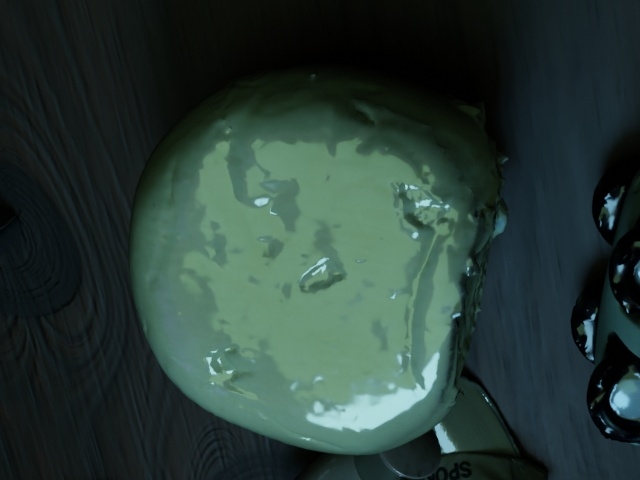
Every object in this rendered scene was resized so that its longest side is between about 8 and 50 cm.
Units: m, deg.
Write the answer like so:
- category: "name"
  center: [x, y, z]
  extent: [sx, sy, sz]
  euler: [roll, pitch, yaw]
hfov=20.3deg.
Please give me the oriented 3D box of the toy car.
- category: "toy car"
  center: [0.318, 0.055, 1.512]
  extent: [0.190, 0.188, 0.255]
  euler: [5, 113, 1]

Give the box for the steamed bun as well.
- category: "steamed bun"
  center: [0.000, 0.000, 1.534]
  extent: [0.311, 0.233, 0.334]
  euler: [20, 109, 5]

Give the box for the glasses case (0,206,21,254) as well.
- category: "glasses case"
  center: [-0.345, 0.019, 1.641]
  extent: [0.072, 0.190, 0.042]
  euler: [7, 115, 13]

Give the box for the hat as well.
- category: "hat"
  center: [0.118, 0.216, 1.686]
  extent: [0.147, 0.085, 0.175]
  euler: [-23, 109, 22]

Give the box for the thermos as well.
- category: "thermos"
  center: [0.040, 0.213, 1.671]
  extent: [0.105, 0.137, 0.193]
  euler: [10, 144, -22]
